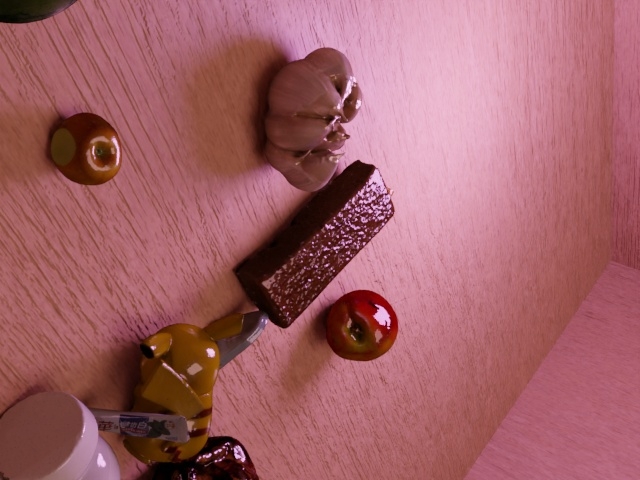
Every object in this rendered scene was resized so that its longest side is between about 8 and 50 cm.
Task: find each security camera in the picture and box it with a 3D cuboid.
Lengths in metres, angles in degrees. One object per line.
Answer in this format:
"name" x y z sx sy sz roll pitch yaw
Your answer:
"security camera" -0.447 0.398 1.406 0.194 0.194 0.236 -46 142 -27

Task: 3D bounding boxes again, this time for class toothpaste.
"toothpaste" -0.354 0.332 1.477 0.038 0.233 0.060 -73 166 -63

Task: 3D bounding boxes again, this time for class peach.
"peach" 0.105 0.212 2.047 0.197 0.197 0.197 -29 130 -41

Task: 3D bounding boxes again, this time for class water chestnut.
"water chestnut" -0.253 0.551 1.705 0.289 0.289 0.244 -38 104 -35

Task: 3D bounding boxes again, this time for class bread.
"bread" 0.000 0.000 1.826 0.416 0.113 0.165 -44 134 -25

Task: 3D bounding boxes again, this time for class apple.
"apple" -0.365 -0.144 1.286 0.099 0.102 0.114 4 104 -52

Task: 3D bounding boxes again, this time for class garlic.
"garlic" -0.021 -0.248 1.605 0.185 0.203 0.281 25 92 -36

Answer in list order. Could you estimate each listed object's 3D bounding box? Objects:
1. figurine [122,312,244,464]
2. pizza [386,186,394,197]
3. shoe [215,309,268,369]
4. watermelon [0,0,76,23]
"figurine" -0.285 0.285 1.571 0.218 0.169 0.326 -4 109 -44
"pizza" 0.123 -0.119 2.002 0.185 0.036 0.176 -33 133 -39
"shoe" -0.199 0.207 1.717 0.195 0.079 0.078 -45 106 -6
"watermelon" -0.386 -0.395 1.005 0.242 0.242 0.242 -29 130 -41
